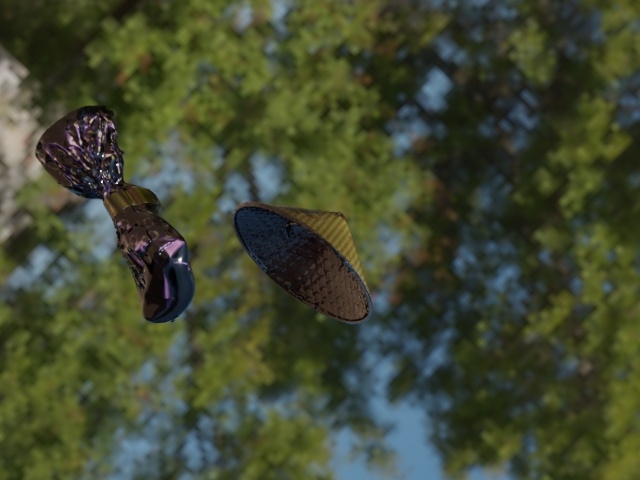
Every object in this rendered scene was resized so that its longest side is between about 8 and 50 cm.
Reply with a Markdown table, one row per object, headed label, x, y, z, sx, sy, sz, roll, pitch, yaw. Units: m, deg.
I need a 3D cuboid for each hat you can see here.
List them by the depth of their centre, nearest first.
| label | x | y | z | sx | sy | sz | roll | pitch | yaw |
| --- | --- | --- | --- | --- | --- | --- | --- | --- | --- |
| hat | 0.000 | 0.000 | 2.179 | 0.082 | 0.193 | 0.193 | -52 | -167 | -23 |

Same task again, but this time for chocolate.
| label | x | y | z | sx | sy | sz | roll | pitch | yaw |
| --- | --- | --- | --- | --- | --- | --- | --- | --- | --- |
| chocolate | -0.125 | -0.018 | 1.296 | 0.070 | 0.147 | 0.072 | -37 | 175 | -18 |
